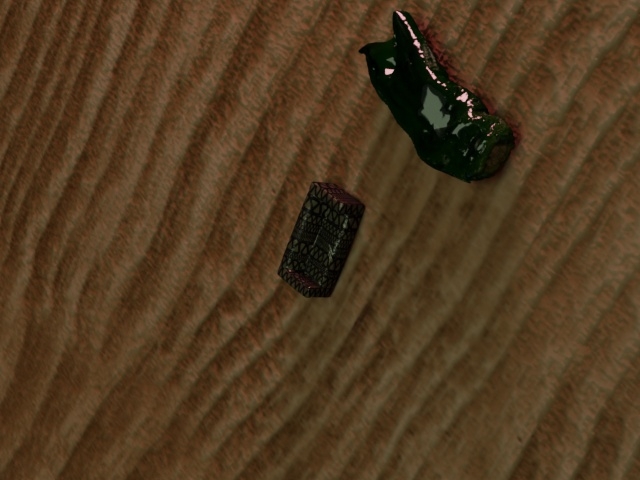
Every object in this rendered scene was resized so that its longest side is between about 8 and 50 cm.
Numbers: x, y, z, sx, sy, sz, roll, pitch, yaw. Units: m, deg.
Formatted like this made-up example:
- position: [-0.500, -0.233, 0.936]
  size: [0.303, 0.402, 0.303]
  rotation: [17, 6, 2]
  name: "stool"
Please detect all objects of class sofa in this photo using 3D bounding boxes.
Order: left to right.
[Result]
- position: [0.000, 0.000, 1.591]
  size: [0.060, 0.039, 0.118]
  rotation: [37, 115, 38]
  name: "sofa"

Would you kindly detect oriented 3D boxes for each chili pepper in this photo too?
- position: [0.107, -0.145, 1.473]
  size: [0.224, 0.061, 0.098]
  rotation: [50, 129, 31]
  name: "chili pepper"
